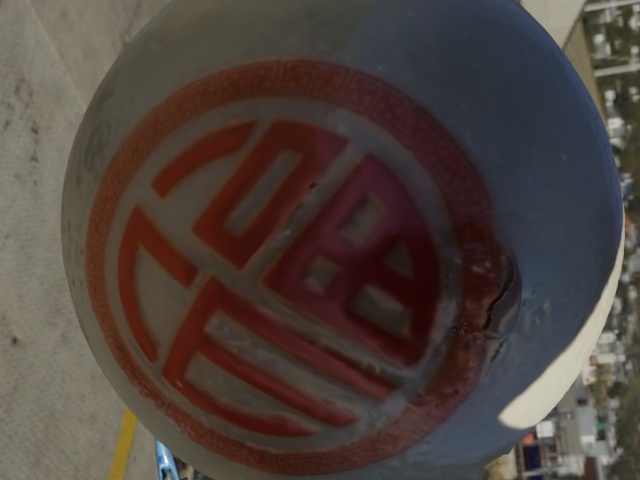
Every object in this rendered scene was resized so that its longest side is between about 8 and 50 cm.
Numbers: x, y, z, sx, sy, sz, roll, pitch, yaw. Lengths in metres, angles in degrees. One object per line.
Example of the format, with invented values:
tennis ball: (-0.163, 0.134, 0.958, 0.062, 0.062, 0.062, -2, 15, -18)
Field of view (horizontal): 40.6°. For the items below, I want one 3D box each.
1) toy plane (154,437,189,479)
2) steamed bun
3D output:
toy plane: (-0.162, 0.307, 0.977, 0.078, 0.169, 0.246, -128, -153, -67)
steamed bun: (0.000, 0.000, 0.416, 0.177, 0.283, 0.283, -41, 123, -72)
